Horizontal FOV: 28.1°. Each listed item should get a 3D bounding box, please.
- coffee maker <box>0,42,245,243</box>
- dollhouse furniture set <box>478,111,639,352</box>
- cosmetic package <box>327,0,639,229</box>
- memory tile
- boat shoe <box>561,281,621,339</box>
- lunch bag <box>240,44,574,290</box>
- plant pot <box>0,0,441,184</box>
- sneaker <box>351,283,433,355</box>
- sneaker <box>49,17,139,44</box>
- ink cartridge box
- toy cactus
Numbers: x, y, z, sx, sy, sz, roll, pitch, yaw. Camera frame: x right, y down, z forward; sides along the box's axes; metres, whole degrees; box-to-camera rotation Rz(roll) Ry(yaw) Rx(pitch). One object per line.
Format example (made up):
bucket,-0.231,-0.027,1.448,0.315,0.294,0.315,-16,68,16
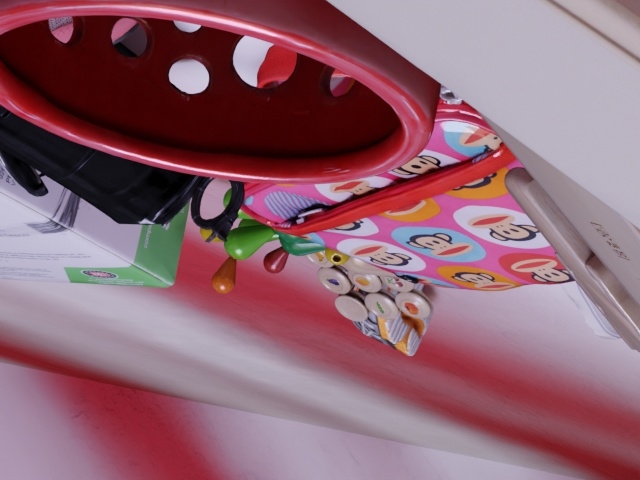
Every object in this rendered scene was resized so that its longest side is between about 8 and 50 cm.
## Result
coffee maker,-0.151,-0.092,0.824,0.171,0.120,0.178,13,167,33
dollhouse furniture set,0.229,-0.098,0.554,0.198,0.303,0.286,51,-179,-5
cosmetic package,0.117,-0.093,0.356,0.309,0.160,0.113,37,168,12
memory tile,0.035,0.023,1.217,0.113,0.012,0.148,-2,133,39
boat shoe,0.276,0.044,1.180,0.063,0.066,0.184,2,153,31
lunch bag,0.079,-0.062,0.830,0.258,0.120,0.293,23,160,-25
plant pot,-0.035,-0.130,0.529,0.191,0.174,0.191,10,164,3
sneaker,0.063,0.065,1.357,0.083,0.084,0.215,24,163,18
sneaker,-0.183,-0.171,0.608,0.136,0.116,0.314,-38,150,30
ink cartridge box,-0.266,-0.061,1.030,0.211,0.121,0.289,3,163,26
toy cactus,0.000,0.000,1.105,0.181,0.112,0.219,18,158,-19
